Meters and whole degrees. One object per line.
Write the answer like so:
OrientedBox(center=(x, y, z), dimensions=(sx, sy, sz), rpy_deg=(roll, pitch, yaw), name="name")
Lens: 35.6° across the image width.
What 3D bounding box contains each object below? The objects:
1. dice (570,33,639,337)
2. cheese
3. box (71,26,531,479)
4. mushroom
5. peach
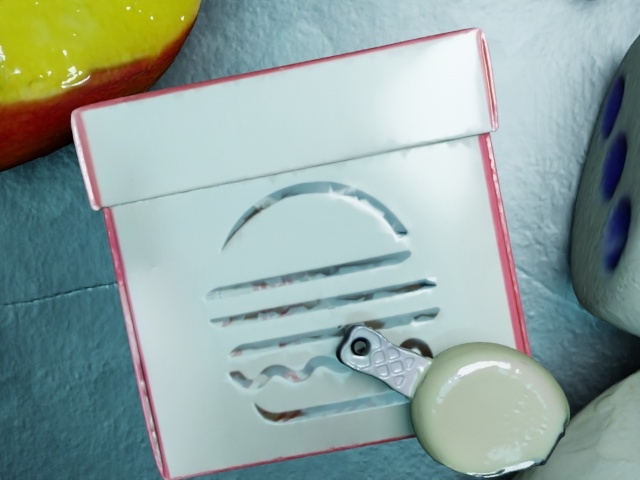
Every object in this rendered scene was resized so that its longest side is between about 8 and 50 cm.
OrientedBox(center=(0.397, -0.024, 0.852), dimensions=(0.304, 0.304, 0.277), rpy_deg=(13, 94, 3), name="dice")
OrientedBox(center=(0.091, 0.114, 0.709), dimensions=(0.171, 0.047, 0.092), rpy_deg=(9, 95, -3), name="cheese")
OrientedBox(center=(0.000, 0.000, 0.876), dimensions=(0.314, 0.312, 0.300), rpy_deg=(-11, 96, 4), name="box")
OrientedBox(center=(0.248, 0.222, 0.915), dimensions=(0.128, 0.128, 0.350), rpy_deg=(46, 126, -1), name="mushroom")
OrientedBox(center=(-0.275, -0.199, 0.889), dimensions=(0.380, 0.306, 0.242), rpy_deg=(-17, 107, 26), name="peach")
